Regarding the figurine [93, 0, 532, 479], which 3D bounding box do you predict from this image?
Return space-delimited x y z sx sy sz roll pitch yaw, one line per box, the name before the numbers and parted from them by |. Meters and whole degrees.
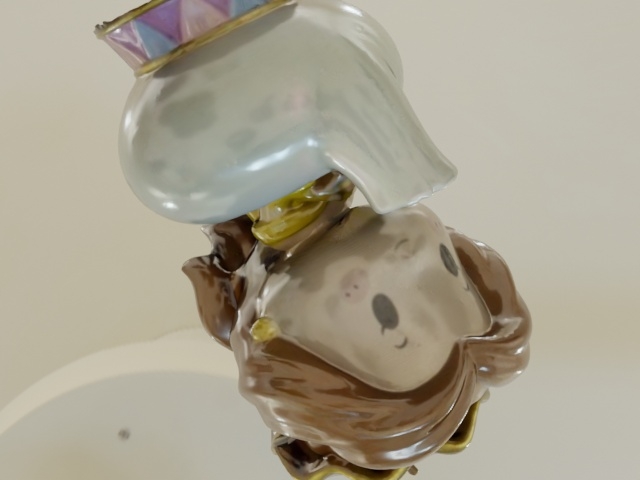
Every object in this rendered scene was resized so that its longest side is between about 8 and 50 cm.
figurine | 0.000 0.000 0.524 0.142 0.189 0.263 -34 -75 -30
